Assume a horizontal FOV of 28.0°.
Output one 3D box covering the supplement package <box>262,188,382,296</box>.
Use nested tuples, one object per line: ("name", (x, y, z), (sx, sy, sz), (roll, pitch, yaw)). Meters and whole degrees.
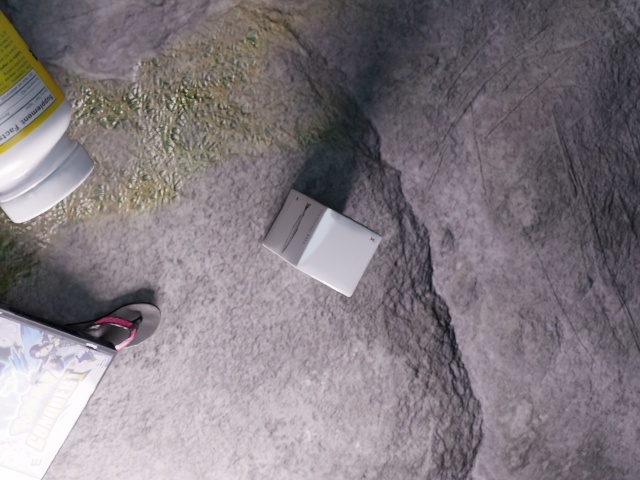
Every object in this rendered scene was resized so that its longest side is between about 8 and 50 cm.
("supplement package", (0.000, 0.000, 1.957), (0.105, 0.179, 0.105), (29, 90, -22))

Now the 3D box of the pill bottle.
("pill bottle", (-0.464, -0.196, 1.749), (0.188, 0.188, 0.334), (-38, 111, -8))

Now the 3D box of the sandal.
("sandal", (-0.325, 0.143, 1.948), (0.179, 0.040, 0.067), (-15, 106, -16))

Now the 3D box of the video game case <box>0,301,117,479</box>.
("video game case", (-0.467, 0.232, 1.872), (0.248, 0.035, 0.275), (26, 100, -36))
